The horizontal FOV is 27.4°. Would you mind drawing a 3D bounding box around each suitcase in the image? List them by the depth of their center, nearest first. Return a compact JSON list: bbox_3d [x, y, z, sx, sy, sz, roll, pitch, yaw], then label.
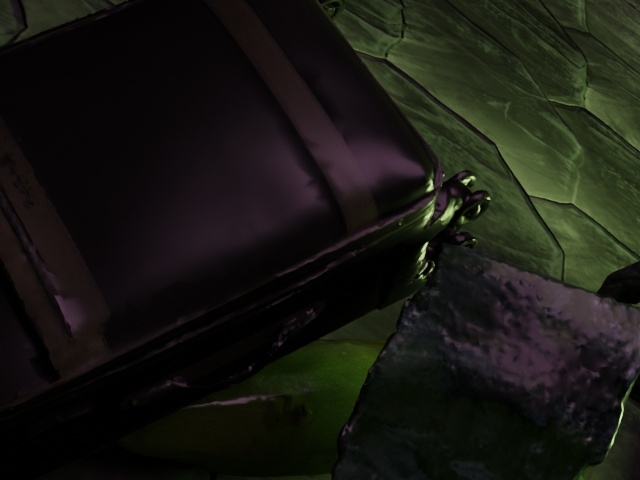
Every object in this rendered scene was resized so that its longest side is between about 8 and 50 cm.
[{"bbox_3d":[-0.117,-0.022,0.935,0.434,0.194,0.283,-26,66,-18],"label":"suitcase"}]

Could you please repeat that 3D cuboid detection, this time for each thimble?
[{"bbox_3d":[0.404,0.096,1.592,0.098,0.150,0.150,-10,57,-54],"label":"thimble"}]

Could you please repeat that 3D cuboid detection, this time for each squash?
[{"bbox_3d":[-0.028,0.138,1.081,0.371,0.118,0.118,5,46,-44],"label":"squash"}]

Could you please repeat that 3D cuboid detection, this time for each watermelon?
[{"bbox_3d":[0.148,0.166,0.990,0.151,0.264,0.302,18,-14,29],"label":"watermelon"}]
